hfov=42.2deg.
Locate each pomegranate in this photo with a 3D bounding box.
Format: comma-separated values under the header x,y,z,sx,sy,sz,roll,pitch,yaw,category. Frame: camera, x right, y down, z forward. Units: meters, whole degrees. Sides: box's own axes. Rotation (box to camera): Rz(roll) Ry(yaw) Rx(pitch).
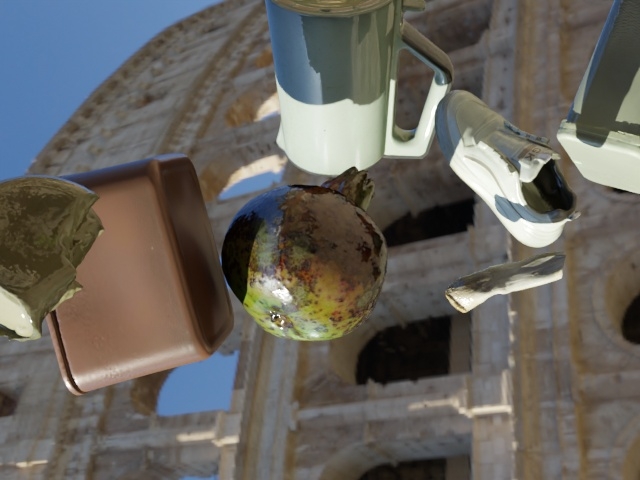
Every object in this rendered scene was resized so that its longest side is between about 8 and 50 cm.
x,y,z,sx,sy,sz,roll,pitch,yaw,category
0.000,0.000,1.395,0.285,0.285,0.341,57,-132,-34,pomegranate

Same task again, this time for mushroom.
x,y,z,sx,sy,sz,roll,pitch,yaw,category
0.303,0.064,1.340,0.054,0.202,0.059,41,-147,-53,mushroom

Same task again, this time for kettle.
x,y,z,sx,sy,sz,roll,pitch,yaw,category
0.080,-0.329,1.625,0.250,0.361,0.377,-83,-6,-48,kettle

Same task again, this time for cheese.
x,y,z,sx,sy,sz,roll,pitch,yaw,category
-0.351,0.004,0.990,0.175,0.091,0.202,35,-121,4,cheese

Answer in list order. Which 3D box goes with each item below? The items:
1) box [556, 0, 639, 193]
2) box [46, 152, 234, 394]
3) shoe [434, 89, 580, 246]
x,y,z,sx,sy,sz,roll,pitch,yaw,category
0.637,-0.296,1.636,0.352,0.177,0.344,22,-90,-60,box
-0.300,0.041,1.332,0.239,0.229,0.339,-52,-52,-78,box
0.325,-0.134,1.390,0.124,0.159,0.316,-40,-87,-19,shoe
